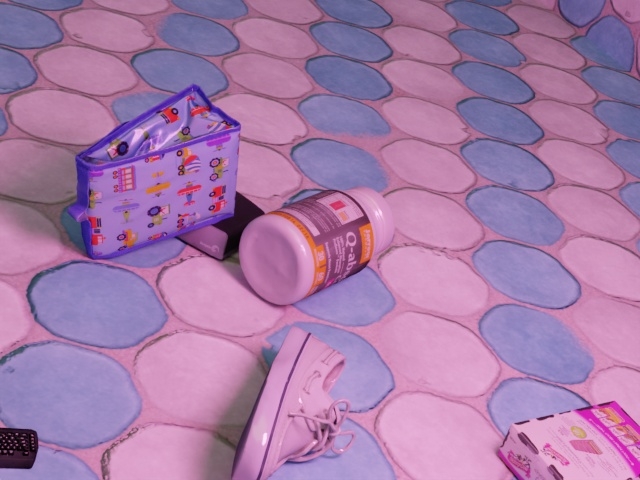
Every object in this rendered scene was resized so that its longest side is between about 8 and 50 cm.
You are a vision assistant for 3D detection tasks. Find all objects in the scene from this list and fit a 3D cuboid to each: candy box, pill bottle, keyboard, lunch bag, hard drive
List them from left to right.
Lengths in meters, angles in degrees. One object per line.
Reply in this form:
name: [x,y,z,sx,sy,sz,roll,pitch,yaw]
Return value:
keyboard: [-0.470,0.271,1.607,0.192,0.038,0.100,4,34,-19]
lunch bag: [-0.290,-0.094,2.037,0.293,0.221,0.138,-30,57,-30]
hard drive: [-0.234,-0.067,2.237,0.255,0.054,0.172,30,34,20]
pill bottle: [0.000,0.000,2.146,0.162,0.162,0.278,35,36,26]
candy box: [0.419,0.345,1.901,0.233,0.071,0.159,-5,38,-33]

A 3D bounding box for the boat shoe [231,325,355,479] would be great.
boat shoe: [-0.019,0.259,1.780,0.156,0.136,0.367,22,22,2]
